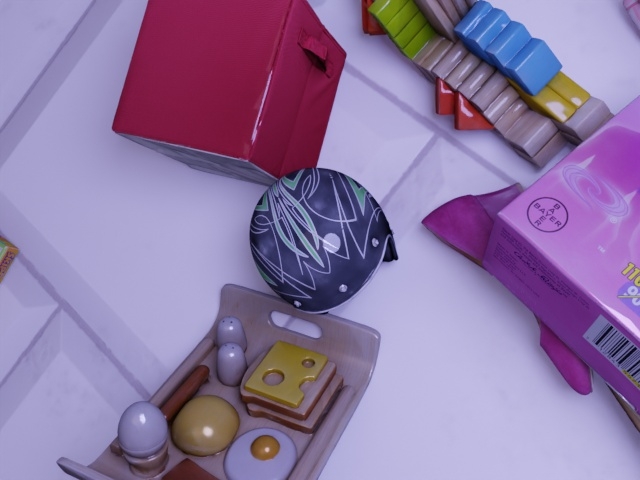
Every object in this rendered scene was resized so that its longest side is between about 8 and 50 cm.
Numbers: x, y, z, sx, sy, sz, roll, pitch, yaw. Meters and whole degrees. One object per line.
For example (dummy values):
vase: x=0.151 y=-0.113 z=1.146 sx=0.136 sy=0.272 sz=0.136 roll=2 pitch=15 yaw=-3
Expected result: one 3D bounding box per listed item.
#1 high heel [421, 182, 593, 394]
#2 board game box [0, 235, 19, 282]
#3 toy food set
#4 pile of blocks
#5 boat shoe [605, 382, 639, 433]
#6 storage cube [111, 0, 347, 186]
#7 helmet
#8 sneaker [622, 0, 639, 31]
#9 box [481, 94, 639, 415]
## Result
high heel: x=0.196 y=0.056 z=0.729 sx=0.117 sy=0.082 sz=0.244 roll=-20 pitch=70 yaw=8
board game box: x=-0.582 y=0.005 z=1.053 sx=0.259 sy=0.039 sz=0.124 roll=30 pitch=91 yaw=19
toy food set: x=-0.090 y=0.167 z=0.732 sx=0.219 sy=0.306 sz=0.092 roll=15 pitch=129 yaw=21
pile of blocks: x=0.148 y=-0.204 z=0.763 sx=0.112 sy=0.149 sz=0.362 roll=-48 pitch=69 yaw=6
boat shoe: x=0.369 y=0.204 z=0.632 sx=0.089 sy=0.104 sz=0.285 roll=-36 pitch=69 yaw=12
storage cube: x=-0.103 y=-0.182 z=0.833 sx=0.215 sy=0.183 sz=0.193 roll=14 pitch=87 yaw=21
helmet: x=0.000 y=0.000 z=0.772 sx=0.169 sy=0.161 sz=0.169 roll=-4 pitch=79 yaw=20
sneaker: x=0.401 y=-0.256 z=0.736 sx=0.134 sy=0.051 sz=0.070 roll=-24 pitch=87 yaw=8
box: x=0.315 y=0.000 z=0.628 sx=0.243 sy=0.117 sz=0.213 roll=-37 pitch=67 yaw=-12
